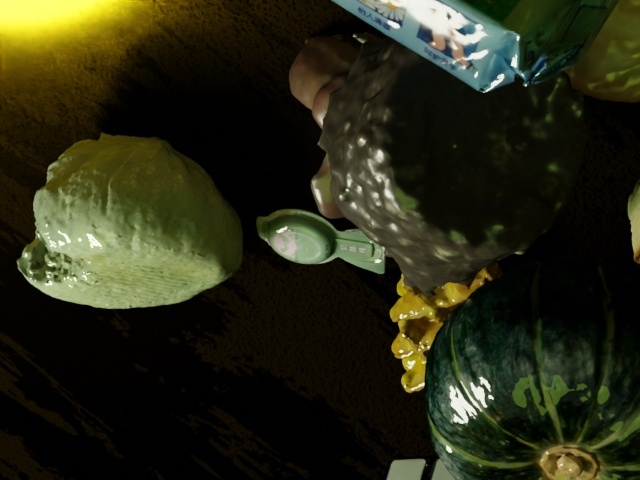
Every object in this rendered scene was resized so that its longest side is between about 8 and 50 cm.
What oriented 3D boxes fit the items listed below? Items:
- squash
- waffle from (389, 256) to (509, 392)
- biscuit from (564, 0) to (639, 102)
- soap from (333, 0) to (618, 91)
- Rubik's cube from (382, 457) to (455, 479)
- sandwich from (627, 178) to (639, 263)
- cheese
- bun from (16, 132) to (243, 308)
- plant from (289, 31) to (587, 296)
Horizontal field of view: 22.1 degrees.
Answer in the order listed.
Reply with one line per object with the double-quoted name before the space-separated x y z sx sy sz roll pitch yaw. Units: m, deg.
"squash" 0.206 0.127 1.320 0.252 0.165 0.252 7 133 8
"waffle" 0.208 0.087 1.447 0.293 0.069 0.260 10 139 6
"biscuit" 0.199 -0.186 1.189 0.260 0.041 0.203 7 140 16
"soap" 0.062 -0.214 1.087 0.293 0.156 0.077 32 148 10
"Rubik's cube" 0.146 0.325 1.641 0.160 0.163 0.162 -6 130 26
"sandwich" 0.348 -0.060 1.181 0.186 0.108 0.220 15 136 -13
"cheese" 0.000 0.000 1.462 0.121 0.026 0.067 11 137 10
"bun" -0.172 -0.020 1.434 0.212 0.126 0.204 -18 152 41
"plant" 0.084 -0.067 1.225 0.204 0.178 0.234 32 167 -17
